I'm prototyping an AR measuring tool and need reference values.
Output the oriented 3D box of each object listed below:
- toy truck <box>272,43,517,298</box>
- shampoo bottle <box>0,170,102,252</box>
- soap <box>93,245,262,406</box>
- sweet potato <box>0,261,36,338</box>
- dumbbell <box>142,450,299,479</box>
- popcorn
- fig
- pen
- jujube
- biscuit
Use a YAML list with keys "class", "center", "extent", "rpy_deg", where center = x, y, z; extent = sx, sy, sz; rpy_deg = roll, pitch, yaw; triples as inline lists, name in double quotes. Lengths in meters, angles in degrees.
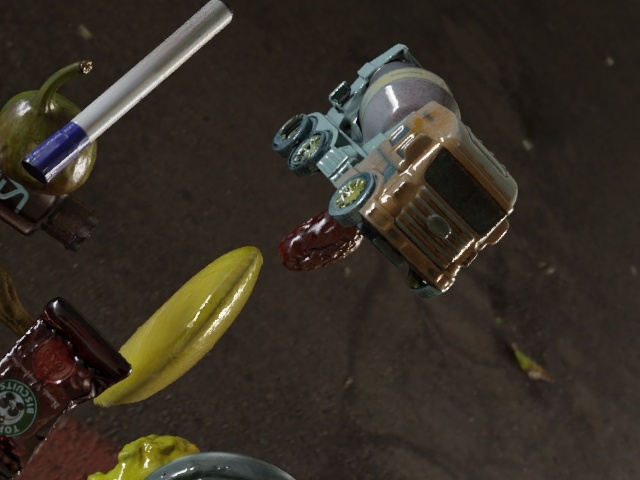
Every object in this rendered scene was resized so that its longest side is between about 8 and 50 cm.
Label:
- class: "toy truck"
  center: [0.062, -0.070, 0.852]
  extent: [0.108, 0.140, 0.256]
  rpy_deg: [43, 4, -25]
- class: "shampoo bottle"
  center: [-0.492, -0.102, 1.692]
  extent: [0.323, 0.129, 0.084]
  rpy_deg: [38, 4, -12]
- class: "soap"
  center: [-0.246, 0.159, 1.979]
  extent: [0.115, 0.427, 0.306]
  rpy_deg: [46, 49, -4]
- class: "sweet potato"
  center: [-0.463, 0.091, 1.609]
  extent: [0.053, 0.054, 0.182]
  rpy_deg: [-31, 98, -14]
- class: "dumbbell"
  center: [-0.083, 0.279, 0.695]
  extent: [0.179, 0.179, 0.406]
  rpy_deg: [53, 12, -9]
- class: "popcorn"
  center: [-0.202, 0.339, 1.369]
  extent: [0.155, 0.197, 0.198]
  rpy_deg: [37, 26, 29]
- class: "fig"
  center: [-0.356, -0.162, 1.443]
  extent: [0.149, 0.245, 0.149]
  rpy_deg: [11, 56, -16]
- class: "pen"
  center: [-0.185, -0.152, 1.080]
  extent: [0.269, 0.033, 0.033]
  rpy_deg: [-46, 104, -23]
- class: "jujube"
  center: [0.000, 0.000, 1.574]
  extent: [0.077, 0.129, 0.077]
  rpy_deg: [62, 4, -7]
- class: "biscuit"
  center: [-0.384, 0.195, 1.461]
  extent: [0.151, 0.235, 0.063]
  rpy_deg: [48, -5, 4]
